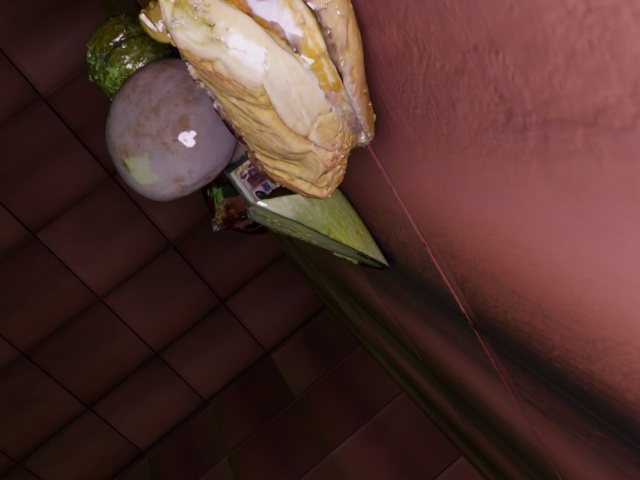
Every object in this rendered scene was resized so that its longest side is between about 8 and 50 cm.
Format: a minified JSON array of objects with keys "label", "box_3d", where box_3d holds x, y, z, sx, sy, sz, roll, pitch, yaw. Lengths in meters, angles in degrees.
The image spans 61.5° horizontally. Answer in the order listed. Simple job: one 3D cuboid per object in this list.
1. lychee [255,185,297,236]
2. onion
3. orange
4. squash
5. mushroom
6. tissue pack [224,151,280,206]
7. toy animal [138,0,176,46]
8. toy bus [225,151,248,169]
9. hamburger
[{"label":"lychee","box_3d":[-0.079,-0.068,1.181,0.146,0.114,0.114,31,172,2]},{"label":"onion","box_3d":[-0.245,-0.104,1.560,0.272,0.195,0.272,24,159,10]},{"label":"orange","box_3d":[-0.487,-0.446,1.444,0.301,0.223,0.300,55,178,-30]},{"label":"squash","box_3d":[0.000,0.000,0.847,0.237,0.204,0.154,172,82,-82]},{"label":"mushroom","box_3d":[-0.286,-0.217,1.139,0.297,0.297,0.290,48,-166,26]},{"label":"tissue pack","box_3d":[-0.150,-0.137,1.320,0.148,0.099,0.106,54,171,-21]},{"label":"toy animal","box_3d":[-0.311,-0.425,1.042,0.083,0.070,0.159,54,178,-35]},{"label":"toy bus","box_3d":[-0.265,-0.278,1.403,0.184,0.090,0.106,56,172,-21]},{"label":"hamburger","box_3d":[-0.016,-0.134,0.441,0.131,0.124,0.262,27,167,26]}]
